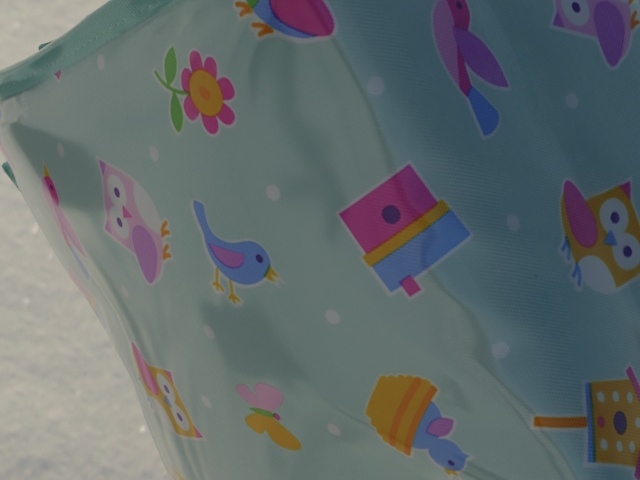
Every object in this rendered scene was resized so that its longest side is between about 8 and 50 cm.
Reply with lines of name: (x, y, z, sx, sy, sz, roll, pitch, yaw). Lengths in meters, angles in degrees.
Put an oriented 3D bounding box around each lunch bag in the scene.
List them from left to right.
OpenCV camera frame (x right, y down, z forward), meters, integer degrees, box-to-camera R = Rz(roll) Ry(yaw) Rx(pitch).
lunch bag: (0.000, 0.000, 0.562, 0.160, 0.262, 0.223, -35, 101, -38)
